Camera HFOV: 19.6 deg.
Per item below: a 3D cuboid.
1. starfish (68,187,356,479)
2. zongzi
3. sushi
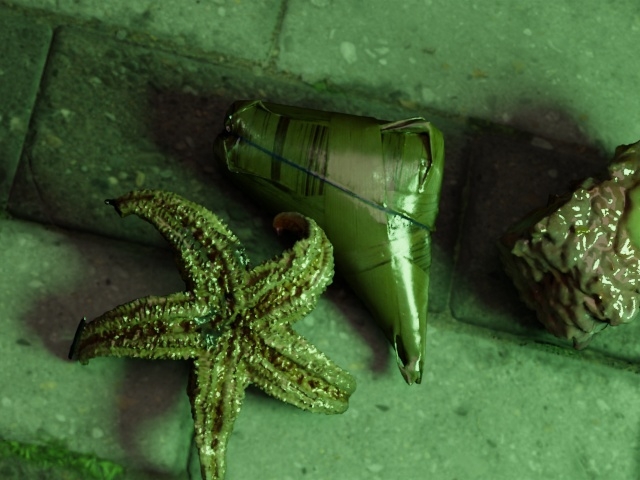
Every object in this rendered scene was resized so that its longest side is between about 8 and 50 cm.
[{"bbox_3d":[-0.112,0.098,1.940,0.303,0.113,0.312,-3,87,-9],"label":"starfish"},{"bbox_3d":[0.000,0.000,2.028,0.260,0.123,0.289,8,84,2],"label":"zongzi"},{"bbox_3d":[0.331,-0.004,2.027,0.270,0.236,0.171,-31,86,-25],"label":"sushi"}]
